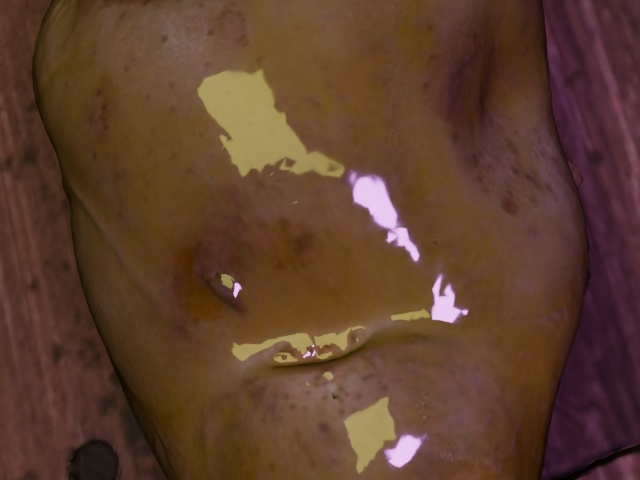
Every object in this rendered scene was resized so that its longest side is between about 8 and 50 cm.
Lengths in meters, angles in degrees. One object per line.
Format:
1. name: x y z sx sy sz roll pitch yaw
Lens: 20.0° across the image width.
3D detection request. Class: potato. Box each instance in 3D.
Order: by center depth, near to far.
1. potato: -0.001 -0.001 0.728 0.218 0.202 0.351 -22 73 37
